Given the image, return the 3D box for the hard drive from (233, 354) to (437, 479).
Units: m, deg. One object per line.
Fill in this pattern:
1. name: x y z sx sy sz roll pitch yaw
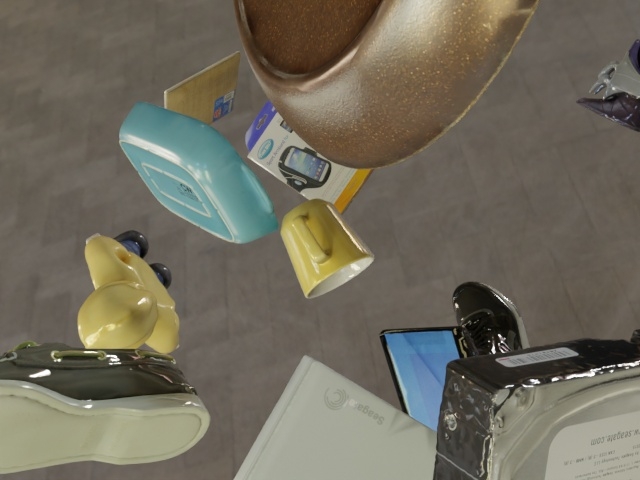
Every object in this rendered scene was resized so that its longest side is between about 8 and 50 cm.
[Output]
1. hard drive: -0.006 0.291 0.891 0.308 0.203 0.040 -60 19 -8

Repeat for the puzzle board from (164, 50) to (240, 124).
1. puzzle board: -0.136 -0.158 1.070 0.096 0.128 0.011 -34 77 -20

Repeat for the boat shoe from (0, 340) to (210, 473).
1. boat shoe: -0.248 0.146 0.870 0.109 0.305 0.091 -56 44 26

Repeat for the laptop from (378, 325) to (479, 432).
1. laptop: 0.184 0.257 1.370 0.136 0.234 0.264 -17 12 5

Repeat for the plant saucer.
1. plant saucer: 0.020 -0.195 0.504 0.050 0.311 0.311 6 33 -28

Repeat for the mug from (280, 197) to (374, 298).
1. mug: 0.002 0.000 0.736 0.062 0.078 0.064 -24 76 -24

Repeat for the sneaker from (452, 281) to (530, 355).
1. sneaker: 0.291 0.185 1.602 0.107 0.124 0.283 -39 59 26

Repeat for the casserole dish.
1. casserole dish: -0.107 -0.052 0.774 0.037 0.114 0.188 -43 37 -18

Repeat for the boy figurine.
1. boy figurine: -0.230 0.074 1.158 0.092 0.177 0.285 -33 16 2

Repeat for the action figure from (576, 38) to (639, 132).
1. action figure: 0.397 -0.256 1.027 0.099 0.285 0.185 36 23 34

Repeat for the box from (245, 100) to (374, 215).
1. box: -0.013 -0.093 1.014 0.136 0.028 0.081 36 93 10

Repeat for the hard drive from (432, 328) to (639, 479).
1. hard drive: 0.184 0.241 0.702 0.236 0.339 0.064 -3 17 -30
